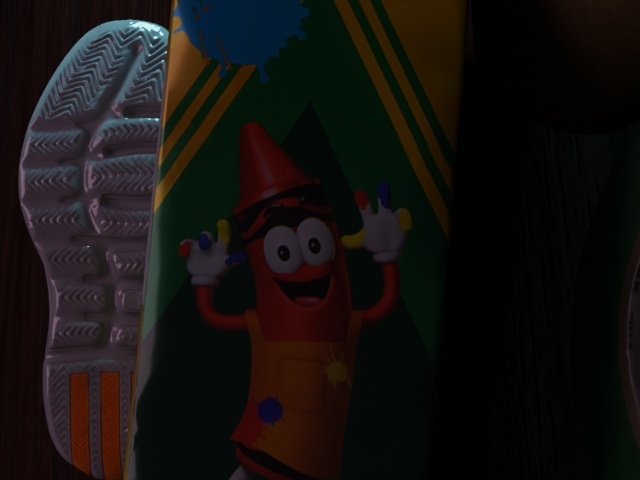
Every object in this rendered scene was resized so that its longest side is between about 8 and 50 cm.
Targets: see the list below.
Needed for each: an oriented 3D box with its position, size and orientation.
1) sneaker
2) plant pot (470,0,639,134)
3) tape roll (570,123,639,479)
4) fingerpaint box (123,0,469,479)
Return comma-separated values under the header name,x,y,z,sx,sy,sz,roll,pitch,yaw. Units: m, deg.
name,x,y,z,sx,sy,sz,roll,pitch,yaw
sneaker,-0.143,0.007,0.854,0.180,0.125,0.321,47,-132,-88
plant pot,0.182,-0.189,0.648,0.254,0.237,0.237,106,155,-49
tape roll,0.257,0.045,0.567,0.321,0.077,0.321,-24,63,59
fingerpaint box,0.000,0.000,0.780,0.445,0.163,0.371,76,-161,-84
